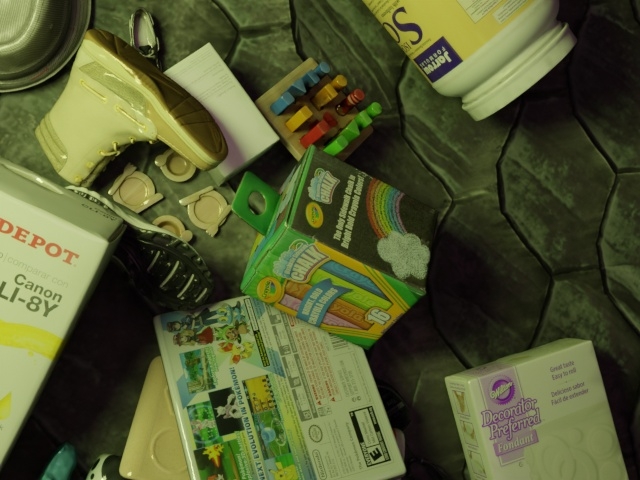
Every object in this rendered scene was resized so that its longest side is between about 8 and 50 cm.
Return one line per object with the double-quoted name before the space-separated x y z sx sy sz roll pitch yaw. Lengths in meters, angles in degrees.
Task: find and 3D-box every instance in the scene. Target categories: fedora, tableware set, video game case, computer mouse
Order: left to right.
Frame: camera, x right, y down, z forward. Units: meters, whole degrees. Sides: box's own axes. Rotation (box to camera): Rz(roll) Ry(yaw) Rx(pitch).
"fedora" -0.456 -0.358 1.167 0.243 0.124 0.276 18 81 -14
"tableware set" -0.230 -0.063 1.261 0.141 0.020 0.169 -39 96 -15
"video game case" -0.066 0.229 1.206 0.299 0.036 0.329 -11 63 -16
"computer mouse" 0.135 0.318 1.326 0.071 0.041 0.242 -34 103 2

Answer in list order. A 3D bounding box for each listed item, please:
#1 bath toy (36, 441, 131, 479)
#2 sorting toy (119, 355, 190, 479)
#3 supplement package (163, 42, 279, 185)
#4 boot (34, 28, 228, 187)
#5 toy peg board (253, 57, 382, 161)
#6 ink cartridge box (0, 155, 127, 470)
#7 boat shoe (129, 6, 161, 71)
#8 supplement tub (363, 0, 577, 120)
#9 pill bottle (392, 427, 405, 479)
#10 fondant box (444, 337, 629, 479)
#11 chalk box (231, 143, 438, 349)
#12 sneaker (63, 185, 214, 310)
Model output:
"bath toy" -0.239 0.405 1.166 0.348 0.129 0.151 20 80 -14
"sorting toy" -0.174 0.286 1.209 0.208 0.038 0.193 18 53 -12
"supplement package" -0.162 -0.189 1.245 0.105 0.105 0.179 -37 95 -14
"boot" -0.275 -0.143 1.163 0.262 0.095 0.203 41 114 3
"toy peg board" 0.008 -0.205 1.278 0.161 0.079 0.161 49 51 -7
"ink cartridge box" -0.467 0.091 1.057 0.279 0.160 0.385 27 97 -11
"boat shoe" -0.270 -0.297 1.258 0.046 0.038 0.125 -5 87 -16
"supplement tub" 0.223 -0.382 1.298 0.241 0.241 0.331 -42 97 -14
"pill bottle" 0.024 0.327 1.248 0.193 0.108 0.108 10 83 -3
"fondant box" 0.370 0.354 1.356 0.238 0.096 0.330 -15 89 -16
"chalk box" 0.000 0.000 1.207 0.289 0.179 0.180 26 46 -11
"sneaker" -0.271 0.003 1.199 0.271 0.108 0.100 35 96 -12
